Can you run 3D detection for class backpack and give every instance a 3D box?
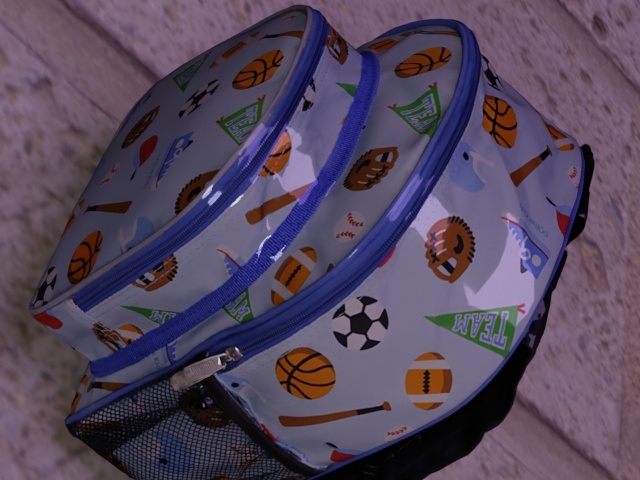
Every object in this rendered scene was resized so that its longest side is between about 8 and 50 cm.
[{"bbox_3d":[0.000,0.000,0.957,0.213,0.263,0.277,45,42,-30],"label":"backpack"}]
